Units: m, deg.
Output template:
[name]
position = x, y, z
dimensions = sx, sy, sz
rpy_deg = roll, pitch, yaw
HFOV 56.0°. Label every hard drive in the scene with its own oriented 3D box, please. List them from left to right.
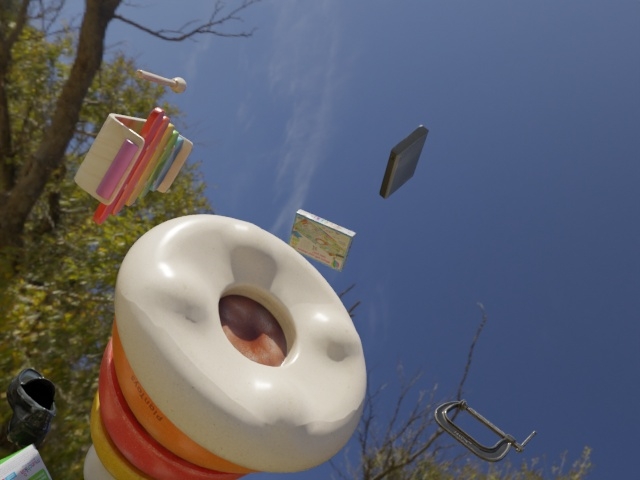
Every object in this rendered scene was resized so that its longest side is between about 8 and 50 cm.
[hard drive]
position = 0.160, -0.150, 1.172
dimensions = 0.022, 0.094, 0.135
rpy_deg = 40, -27, 18

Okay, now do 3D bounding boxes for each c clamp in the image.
[c clamp]
position = 0.288, 0.337, 1.080
dimensions = 0.160, 0.137, 0.022
rpy_deg = 31, -56, 27

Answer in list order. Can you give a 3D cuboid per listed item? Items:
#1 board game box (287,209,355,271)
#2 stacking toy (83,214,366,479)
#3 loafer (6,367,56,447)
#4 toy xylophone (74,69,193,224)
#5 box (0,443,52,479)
[board game box]
position = 0.000, 0.000, 1.491
dimensions = 0.154, 0.026, 0.103
rpy_deg = 24, -63, 13
[stacking toy]
position = -0.204, 0.226, 0.836
dimensions = 0.480, 0.350, 0.351
rpy_deg = -44, -110, 30
[loafer]
position = -0.478, 0.265, 1.012
dimensions = 0.078, 0.076, 0.223
rpy_deg = -54, -152, -4
[toy xylophone]
position = -0.295, -0.162, 1.011
dimensions = 0.081, 0.323, 0.236
rpy_deg = 32, -74, -3
[box]
position = -0.439, 0.434, 0.780
dimensions = 0.126, 0.262, 0.231
rpy_deg = -27, -90, 7
